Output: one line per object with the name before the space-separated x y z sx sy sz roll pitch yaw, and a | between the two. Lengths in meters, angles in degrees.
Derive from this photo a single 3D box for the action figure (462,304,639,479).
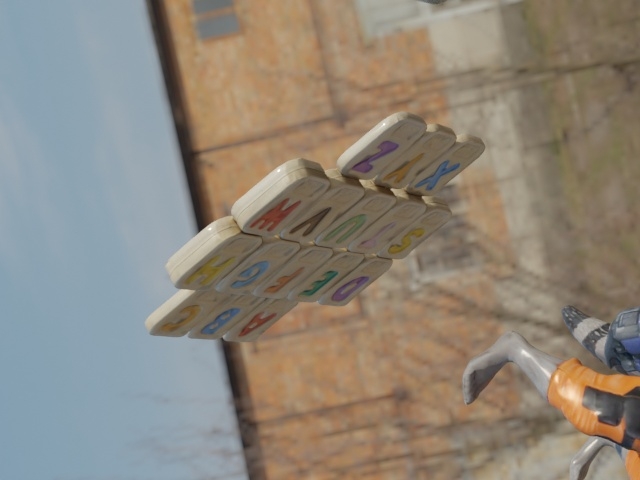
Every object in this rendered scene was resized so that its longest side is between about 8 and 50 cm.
action figure | 0.272 0.105 1.173 0.341 0.330 0.178 54 -128 -37

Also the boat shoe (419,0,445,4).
boat shoe | 0.030 -0.230 0.880 0.078 0.070 0.219 -41 -52 -34

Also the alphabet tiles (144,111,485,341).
alphabet tiles | 0.000 0.000 1.320 0.021 0.278 0.284 59 -159 20
